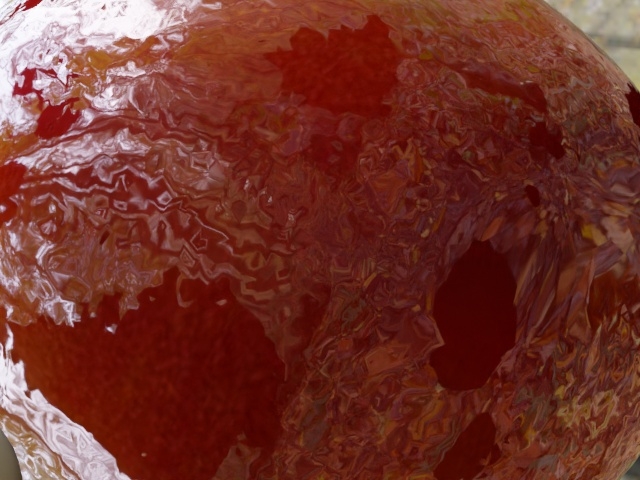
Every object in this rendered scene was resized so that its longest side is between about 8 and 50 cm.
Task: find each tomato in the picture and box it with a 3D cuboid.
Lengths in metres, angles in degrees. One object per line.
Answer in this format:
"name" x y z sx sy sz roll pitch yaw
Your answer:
"tomato" 0.000 0.000 0.521 0.226 0.299 0.298 -55 -10 25

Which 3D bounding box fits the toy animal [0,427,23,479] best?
"toy animal" -0.235 0.135 0.265 0.241 0.368 0.196 34 -147 -47
